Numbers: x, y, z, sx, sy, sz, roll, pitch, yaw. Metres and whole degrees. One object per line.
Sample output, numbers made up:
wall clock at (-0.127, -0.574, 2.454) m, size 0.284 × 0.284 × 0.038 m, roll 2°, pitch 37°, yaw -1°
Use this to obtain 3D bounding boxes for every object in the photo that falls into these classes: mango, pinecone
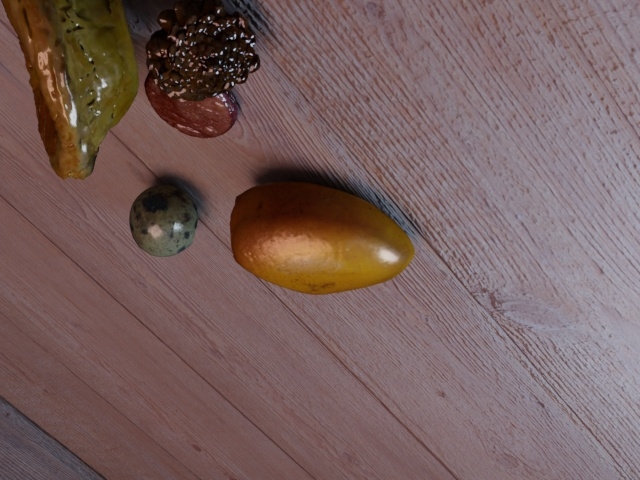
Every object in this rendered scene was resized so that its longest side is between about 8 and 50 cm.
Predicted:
mango at (0.000, 0.000, 2.113) m, size 0.350 × 0.201 × 0.199 m, roll 9°, pitch 173°, yaw 11°
pinecone at (-0.195, -0.305, 1.836) m, size 0.179 × 0.149 × 0.195 m, roll -5°, pitch 167°, yaw -25°

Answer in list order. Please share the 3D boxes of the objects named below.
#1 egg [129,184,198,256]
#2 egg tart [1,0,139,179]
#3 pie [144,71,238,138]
egg at (-0.318, -0.034, 2.315) m, size 0.141 × 0.141 × 0.181 m, roll 22°, pitch 155°, yaw 6°
egg tart at (-0.400, -0.321, 1.831) m, size 0.178 × 0.443 × 0.443 m, roll -15°, pitch 146°, yaw -11°
pie at (-0.233, -0.251, 2.039) m, size 0.182 × 0.049 × 0.182 m, roll 19°, pitch 148°, yaw 12°
